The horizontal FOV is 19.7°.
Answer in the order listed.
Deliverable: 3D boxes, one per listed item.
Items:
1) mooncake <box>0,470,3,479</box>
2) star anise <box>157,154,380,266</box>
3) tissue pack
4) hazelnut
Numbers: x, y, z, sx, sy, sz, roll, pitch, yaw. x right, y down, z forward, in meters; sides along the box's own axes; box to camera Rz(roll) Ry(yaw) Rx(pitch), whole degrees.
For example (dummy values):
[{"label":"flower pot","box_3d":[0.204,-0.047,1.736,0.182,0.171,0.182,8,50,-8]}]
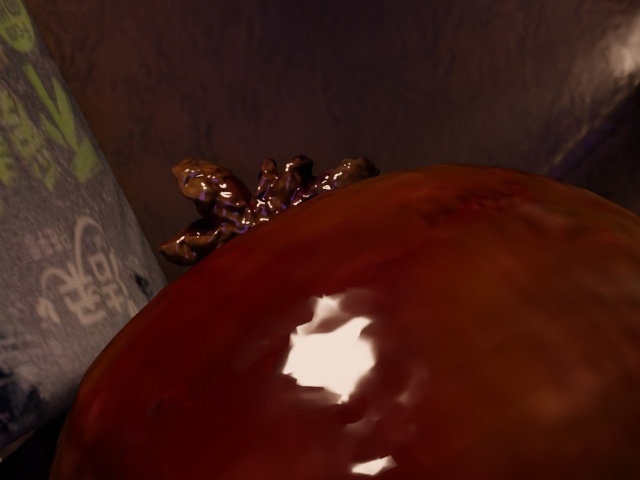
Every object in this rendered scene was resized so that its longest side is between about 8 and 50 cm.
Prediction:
[{"label":"mooncake","box_3d":[-0.369,0.168,1.060,0.356,0.194,0.357,1,97,11]},{"label":"star anise","box_3d":[0.000,0.000,1.023,0.190,0.070,0.097,-1,94,10]},{"label":"tissue pack","box_3d":[-0.236,-0.073,0.953,0.124,0.288,0.394,-28,90,19]},{"label":"hazelnut","box_3d":[0.063,0.169,0.893,0.420,0.352,0.421,0,90,-26]}]
